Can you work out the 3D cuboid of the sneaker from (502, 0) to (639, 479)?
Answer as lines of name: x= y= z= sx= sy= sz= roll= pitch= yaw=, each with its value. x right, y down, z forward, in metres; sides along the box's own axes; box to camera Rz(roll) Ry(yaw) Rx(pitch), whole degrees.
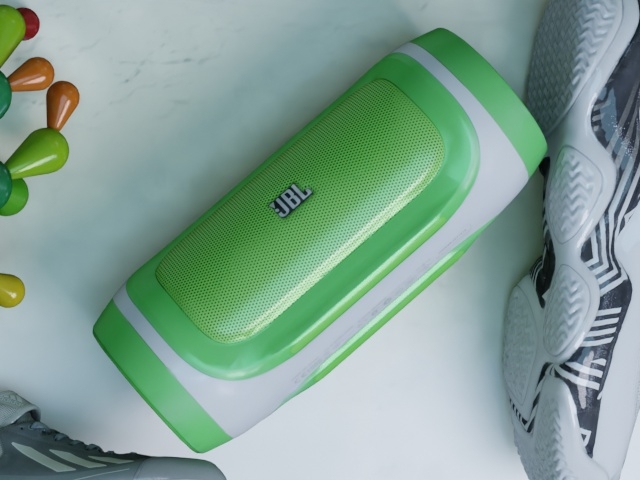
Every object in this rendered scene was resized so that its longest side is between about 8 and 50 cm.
sneaker: x=0.244 y=0.009 z=1.208 sx=0.210 sy=0.137 sz=0.366 roll=2 pitch=96 yaw=-11

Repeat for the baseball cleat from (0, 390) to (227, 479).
baseball cleat: x=-0.163 y=0.139 z=1.148 sx=0.206 sy=0.109 sz=0.072 roll=-5 pitch=144 yaw=-5

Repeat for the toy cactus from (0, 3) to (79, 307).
toy cactus: x=-0.218 y=-0.042 z=1.082 sx=0.112 sy=0.180 sz=0.219 roll=18 pitch=90 yaw=5

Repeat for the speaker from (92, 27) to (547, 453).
speaker: x=0.000 y=0.000 z=1.158 sx=0.296 sy=0.131 sz=0.131 roll=-41 pitch=106 yaw=-4
